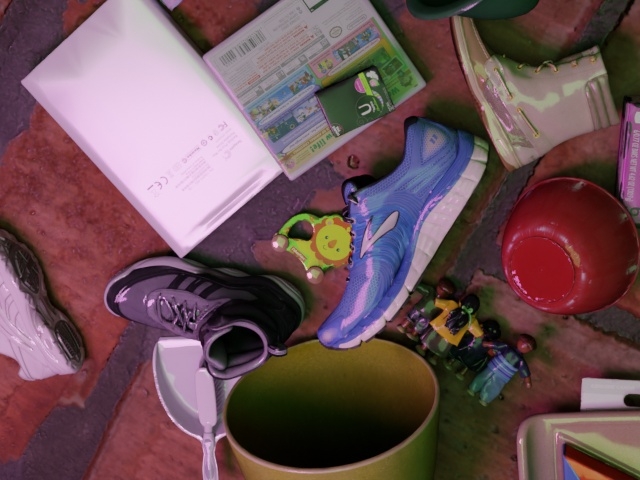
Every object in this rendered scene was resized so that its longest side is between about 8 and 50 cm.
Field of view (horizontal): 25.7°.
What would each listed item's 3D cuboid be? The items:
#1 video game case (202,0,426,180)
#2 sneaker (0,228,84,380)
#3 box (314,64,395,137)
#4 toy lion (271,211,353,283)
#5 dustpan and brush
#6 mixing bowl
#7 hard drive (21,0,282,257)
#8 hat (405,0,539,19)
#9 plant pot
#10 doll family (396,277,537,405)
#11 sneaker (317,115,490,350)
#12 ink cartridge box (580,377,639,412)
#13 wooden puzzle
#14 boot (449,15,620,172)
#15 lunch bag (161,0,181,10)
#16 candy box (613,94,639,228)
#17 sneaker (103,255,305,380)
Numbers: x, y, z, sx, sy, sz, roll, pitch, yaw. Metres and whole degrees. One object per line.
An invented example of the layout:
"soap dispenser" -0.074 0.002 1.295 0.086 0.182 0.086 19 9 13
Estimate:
"video game case" -0.007 -0.213 1.759 0.212 0.023 0.193 -35 99 3
"sneaker" -0.419 0.094 1.883 0.115 0.090 0.232 -23 101 16
"box" 0.042 -0.171 1.728 0.083 0.052 0.062 -24 98 2
"toy lion" 0.000 0.000 1.835 0.100 0.034 0.096 42 99 -5
"dustpan and brush" -0.151 0.239 1.902 0.147 0.060 0.211 -2 105 8
"mixing bowl" 0.292 0.021 1.732 0.181 0.098 0.181 14 116 31
"hard drive" -0.209 -0.155 1.810 0.203 0.040 0.307 -40 97 15
"hat" 0.237 -0.286 1.690 0.208 0.173 0.183 -10 141 44
"plant pot" 0.033 0.322 1.817 0.274 0.275 0.293 -4 120 8
"doll family" 0.196 0.126 1.825 0.193 0.076 0.111 39 102 -10
"sneaker" 0.078 -0.011 1.779 0.147 0.130 0.330 30 99 1
"ink cartridge box" 0.431 0.292 1.854 0.189 0.066 0.232 2 97 7
"wooden puzzle" 0.436 0.378 1.803 0.347 0.080 0.322 -4 101 7
"boot" 0.261 -0.210 1.719 0.165 0.077 0.213 -23 98 10
"lunch bag" -0.184 -0.335 1.750 0.071 0.053 0.083 48 131 -7
"candy box" 0.486 -0.090 1.726 0.233 0.071 0.159 3 106 6
"sneaker" -0.159 0.100 1.811 0.268 0.153 0.101 6 115 4
